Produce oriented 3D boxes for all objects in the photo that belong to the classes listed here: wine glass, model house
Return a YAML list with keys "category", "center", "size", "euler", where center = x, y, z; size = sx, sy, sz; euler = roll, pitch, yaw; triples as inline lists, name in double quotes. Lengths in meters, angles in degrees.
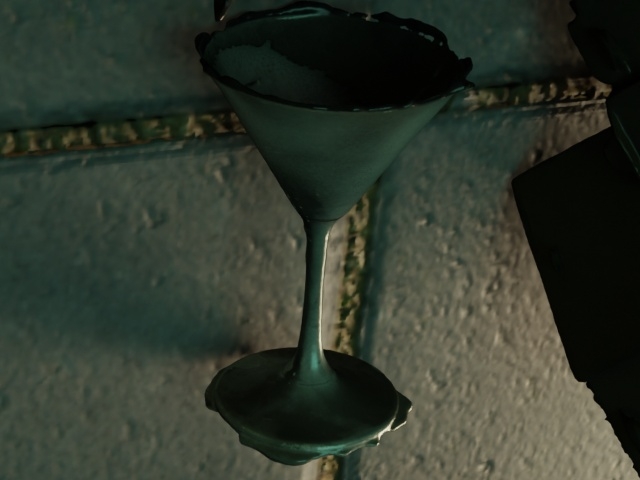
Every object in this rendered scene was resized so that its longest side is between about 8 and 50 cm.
- category: "wine glass"
  center: [0.000, 0.000, 0.743]
  size: [0.122, 0.122, 0.183]
  euler: [-12, 120, -30]
- category: "model house"
  center: [0.212, -0.042, 0.844]
  size: [0.243, 0.211, 0.204]
  euler: [56, 30, -10]

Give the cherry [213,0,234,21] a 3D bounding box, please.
- category: "cherry"
  center: [0.019, -0.211, 0.587]
  size: [0.255, 0.218, 0.296]
  euler: [32, 86, -33]
